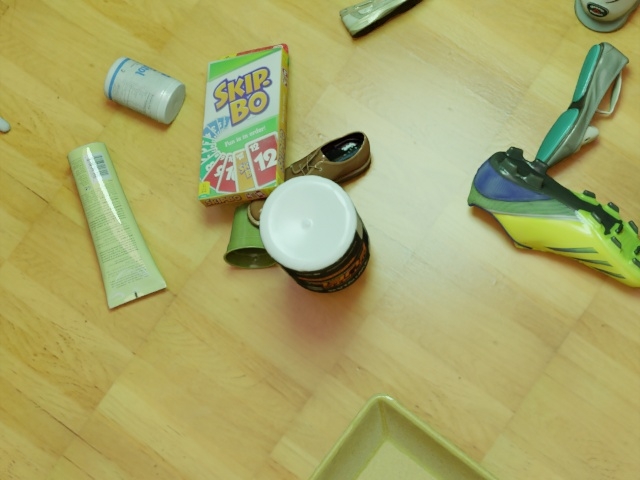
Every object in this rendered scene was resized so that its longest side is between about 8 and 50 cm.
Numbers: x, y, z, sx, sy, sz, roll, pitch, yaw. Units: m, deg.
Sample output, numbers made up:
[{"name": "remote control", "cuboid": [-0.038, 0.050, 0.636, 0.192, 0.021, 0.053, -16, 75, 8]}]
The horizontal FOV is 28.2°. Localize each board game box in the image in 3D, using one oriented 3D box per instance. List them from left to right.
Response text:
[{"name": "board game box", "cuboid": [-0.110, -0.177, 1.861, 0.124, 0.039, 0.260, -9, 59, 19]}]

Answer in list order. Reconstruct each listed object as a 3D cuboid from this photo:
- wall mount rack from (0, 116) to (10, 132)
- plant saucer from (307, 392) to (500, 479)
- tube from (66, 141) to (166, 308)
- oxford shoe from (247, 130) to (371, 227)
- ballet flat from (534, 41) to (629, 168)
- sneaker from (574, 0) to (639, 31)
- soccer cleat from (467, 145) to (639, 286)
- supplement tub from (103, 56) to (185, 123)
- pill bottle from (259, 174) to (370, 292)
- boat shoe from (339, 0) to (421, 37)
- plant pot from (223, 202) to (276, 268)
[{"name": "wall mount rack", "cuboid": [-0.667, -0.189, 1.932, 0.304, 0.130, 0.350, 36, 85, 16]}, {"name": "plant saucer", "cuboid": [0.112, 0.435, 1.735, 0.332, 0.081, 0.333, 37, 85, 12]}, {"name": "tube", "cuboid": [-0.312, -0.025, 1.891, 0.070, 0.062, 0.240, -29, 79, 45]}, {"name": "oxford shoe", "cuboid": [-0.019, -0.095, 1.833, 0.212, 0.076, 0.076, -36, 70, -15]}, {"name": "ballet flat", "cuboid": [0.383, -0.183, 1.831, 0.068, 0.072, 0.213, 28, 85, -12]}, {"name": "sneaker", "cuboid": [0.463, -0.476, 1.839, 0.122, 0.146, 0.331, 17, 79, 11]}, {"name": "soccer cleat", "cuboid": [0.340, -0.017, 1.804, 0.289, 0.093, 0.121, 35, 125, 3]}, {"name": "supplement tub", "cuboid": [-0.265, -0.226, 1.914, 0.107, 0.071, 0.071, 24, 83, 10]}, {"name": "pill bottle", "cuboid": [0.000, 0.000, 1.748, 0.130, 0.246, 0.131, -2, 79, 8]}, {"name": "boat shoe", "cuboid": [0.103, -0.361, 1.905, 0.153, 0.056, 0.048, -31, 82, 8]}, {"name": "plant pot", "cuboid": [-0.100, -0.010, 1.854, 0.083, 0.083, 0.079, -4, 66, 6]}]
